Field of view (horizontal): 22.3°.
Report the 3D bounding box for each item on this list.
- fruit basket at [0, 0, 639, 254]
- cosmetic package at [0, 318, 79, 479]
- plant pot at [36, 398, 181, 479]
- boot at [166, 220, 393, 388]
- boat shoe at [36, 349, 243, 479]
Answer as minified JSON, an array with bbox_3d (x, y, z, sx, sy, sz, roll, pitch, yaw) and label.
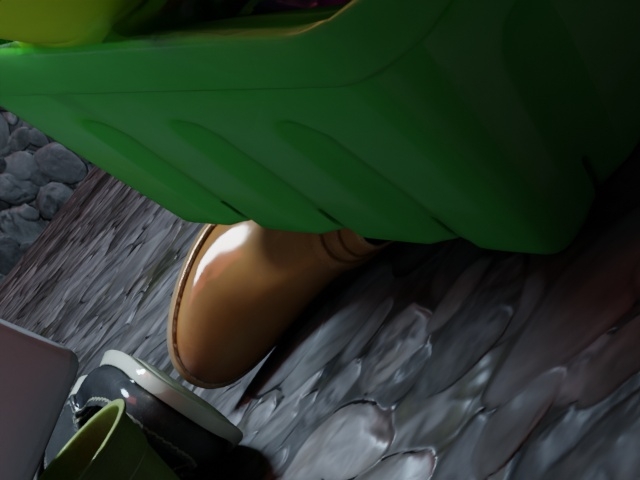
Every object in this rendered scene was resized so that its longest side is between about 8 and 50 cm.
[{"bbox_3d":[-0.058,-0.165,0.680,0.283,0.392,0.392,-53,12,-21],"label":"fruit basket"},{"bbox_3d":[-0.244,0.159,0.721,0.453,0.161,0.230,134,159,-69],"label":"cosmetic package"},{"bbox_3d":[-0.083,0.126,0.709,0.083,0.079,0.083,-47,12,13],"label":"plant pot"},{"bbox_3d":[0.000,0.000,0.840,0.197,0.073,0.152,-56,19,-7],"label":"boot"},{"bbox_3d":[-0.100,0.110,0.832,0.079,0.084,0.233,-58,8,-19],"label":"boat shoe"}]
